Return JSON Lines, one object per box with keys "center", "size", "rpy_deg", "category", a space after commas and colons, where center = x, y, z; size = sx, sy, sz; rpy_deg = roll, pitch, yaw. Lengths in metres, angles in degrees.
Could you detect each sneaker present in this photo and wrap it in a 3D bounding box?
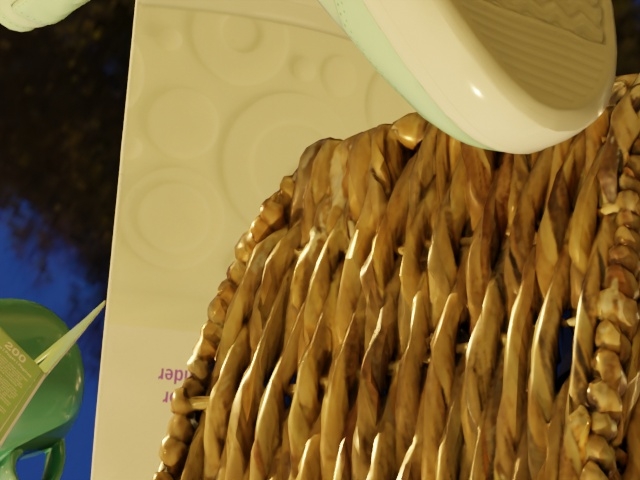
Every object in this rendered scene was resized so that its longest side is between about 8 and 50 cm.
{"center": [-0.025, -0.091, 0.579], "size": [0.094, 0.151, 0.256], "rpy_deg": [-6, -127, -46], "category": "sneaker"}

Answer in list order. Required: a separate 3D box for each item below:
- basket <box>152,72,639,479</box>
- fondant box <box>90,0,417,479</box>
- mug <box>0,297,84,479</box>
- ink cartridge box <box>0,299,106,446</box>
{"center": [0.076, 0.125, 0.743], "size": [0.223, 0.213, 0.299], "rpy_deg": [36, -127, -41], "category": "basket"}
{"center": [0.000, 0.000, 1.150], "size": [0.238, 0.096, 0.330], "rpy_deg": [5, -94, -4], "category": "fondant box"}
{"center": [-0.251, 0.124, 1.573], "size": [0.097, 0.129, 0.157], "rpy_deg": [-4, -83, -49], "category": "mug"}
{"center": [-0.247, 0.117, 1.291], "size": [0.056, 0.171, 0.235], "rpy_deg": [47, -154, -11], "category": "ink cartridge box"}
